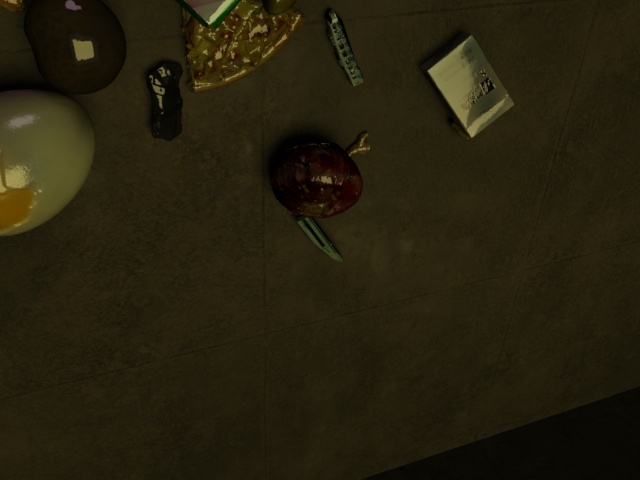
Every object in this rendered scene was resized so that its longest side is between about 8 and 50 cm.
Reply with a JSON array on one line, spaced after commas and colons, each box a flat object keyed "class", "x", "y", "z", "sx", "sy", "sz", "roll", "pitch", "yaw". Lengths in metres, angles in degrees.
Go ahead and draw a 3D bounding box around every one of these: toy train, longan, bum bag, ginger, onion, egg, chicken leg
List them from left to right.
[{"class": "egg", "x": -0.633, "y": -0.170, "z": 1.453, "sx": 0.345, "sy": 0.283, "sz": 0.283, "roll": -33, "pitch": 133, "yaw": -11}, {"class": "longan", "x": -0.494, "y": -0.404, "z": 1.411, "sx": 0.198, "sy": 0.198, "sz": 0.212, "roll": -22, "pitch": 116, "yaw": -11}, {"class": "bum bag", "x": -0.366, "y": -0.324, "z": 1.631, "sx": 0.087, "sy": 0.049, "sz": 0.198, "roll": -28, "pitch": 137, "yaw": -39}, {"class": "onion", "x": -0.013, "y": -0.162, "z": 1.837, "sx": 0.246, "sy": 0.190, "sz": 0.246, "roll": -3, "pitch": 150, "yaw": -2}, {"class": "toy train", "x": 0.001, "y": 0.000, "z": 2.058, "sx": 0.048, "sy": 0.055, "sz": 0.252, "roll": -36, "pitch": 132, "yaw": 2}, {"class": "toy train", "x": 0.055, "y": -0.479, "z": 1.725, "sx": 0.047, "sy": 0.043, "sz": 0.207, "roll": -28, "pitch": 133, "yaw": 1}, {"class": "ginger", "x": 0.108, "y": -0.256, "z": 1.933, "sx": 0.048, "sy": 0.030, "sz": 0.097, "roll": 38, "pitch": 101, "yaw": -13}, {"class": "chicken leg", "x": 0.414, "y": -0.372, "z": 1.980, "sx": 0.093, "sy": 0.070, "sz": 0.178, "roll": -8, "pitch": 121, "yaw": -14}]

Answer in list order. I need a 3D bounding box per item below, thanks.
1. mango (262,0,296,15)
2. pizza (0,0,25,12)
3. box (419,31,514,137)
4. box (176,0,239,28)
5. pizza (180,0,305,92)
[{"class": "mango", "x": -0.059, "y": -0.618, "z": 1.436, "sx": 0.129, "sy": 0.146, "sz": 0.289, "roll": 6, "pitch": 132, "yaw": -15}, {"class": "pizza", "x": -0.574, "y": -0.587, "z": 1.307, "sx": 0.287, "sy": 0.075, "sz": 0.280, "roll": -32, "pitch": 137, "yaw": -4}, {"class": "box", "x": 0.399, "y": -0.419, "z": 1.889, "sx": 0.155, "sy": 0.067, "sz": 0.243, "roll": -37, "pitch": 116, "yaw": 6}, {"class": "box", "x": -0.257, "y": -0.575, "z": 1.409, "sx": 0.250, "sy": 0.103, "sz": 0.180, "roll": 41, "pitch": 100, "yaw": -22}, {"class": "pizza", "x": -0.194, "y": -0.473, "z": 1.579, "sx": 0.323, "sy": 0.089, "sz": 0.223, "roll": -34, "pitch": 136, "yaw": 0}]
